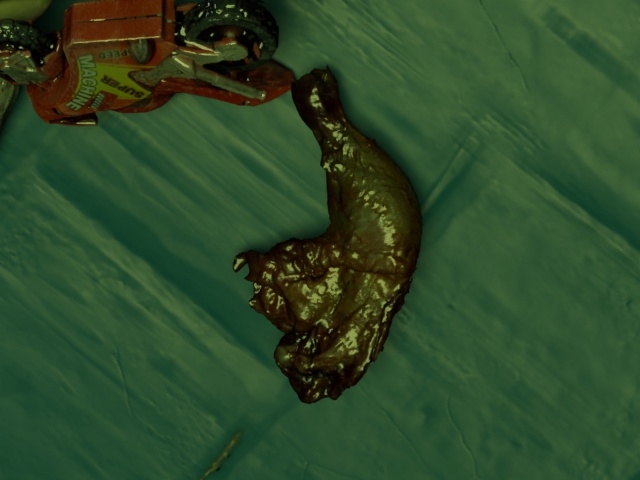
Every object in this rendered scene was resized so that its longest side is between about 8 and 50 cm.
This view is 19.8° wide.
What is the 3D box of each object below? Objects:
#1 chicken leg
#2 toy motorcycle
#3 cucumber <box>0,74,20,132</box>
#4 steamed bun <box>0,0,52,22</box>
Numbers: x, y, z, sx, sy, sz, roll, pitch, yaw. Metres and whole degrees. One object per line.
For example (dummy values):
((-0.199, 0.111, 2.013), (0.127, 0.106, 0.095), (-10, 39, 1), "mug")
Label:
((0.013, 0.002, 1.787), (0.177, 0.083, 0.322), (21, 105, 11), "chicken leg")
((-0.180, -0.175, 1.739), (0.298, 0.171, 0.089), (-3, 60, 5), "toy motorcycle")
((-0.341, -0.125, 1.813), (0.064, 0.064, 0.112), (27, 103, 1), "cucumber")
((-0.340, -0.339, 1.696), (0.275, 0.206, 0.320), (-5, 98, 11), "steamed bun")
